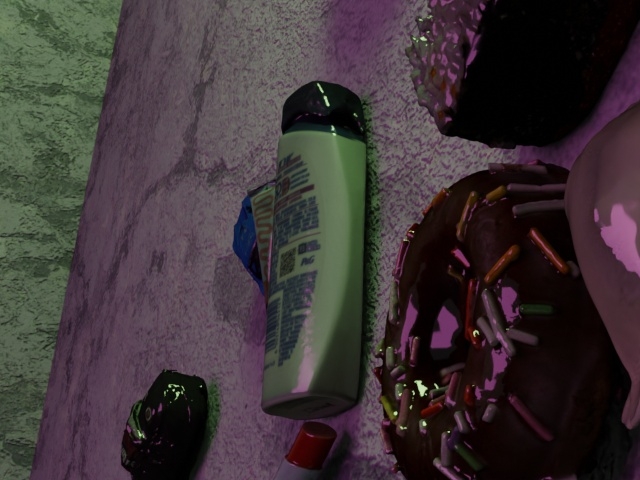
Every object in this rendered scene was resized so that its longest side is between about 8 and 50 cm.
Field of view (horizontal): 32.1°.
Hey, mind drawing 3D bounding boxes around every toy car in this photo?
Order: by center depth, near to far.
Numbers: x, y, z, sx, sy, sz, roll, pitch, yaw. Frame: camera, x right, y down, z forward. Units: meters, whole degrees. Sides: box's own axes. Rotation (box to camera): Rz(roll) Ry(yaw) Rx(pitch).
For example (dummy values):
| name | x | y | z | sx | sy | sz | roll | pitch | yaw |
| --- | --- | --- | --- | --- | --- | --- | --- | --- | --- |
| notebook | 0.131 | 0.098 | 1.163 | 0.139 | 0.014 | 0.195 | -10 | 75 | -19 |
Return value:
| name | x | y | z | sx | sy | sz | roll | pitch | yaw |
| --- | --- | --- | --- | --- | --- | --- | --- | --- | --- |
| toy car | -0.061 | 0.008 | 1.338 | 0.216 | 0.063 | 0.103 | -127 | 52 | -63 |

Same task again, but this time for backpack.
| name | x | y | z | sx | sy | sz | roll | pitch | yaw |
| --- | --- | --- | --- | --- | --- | --- | --- | --- | --- |
| backpack | -0.217 | 0.258 | 1.539 | 0.120 | 0.106 | 0.165 | -106 | 31 | -59 |

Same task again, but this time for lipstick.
| name | x | y | z | sx | sy | sz | roll | pitch | yaw |
| --- | --- | --- | --- | --- | --- | --- | --- | --- | --- |
| lipstick | -0.047 | 0.288 | 1.152 | 0.068 | 0.061 | 0.274 | -105 | 33 | -53 |

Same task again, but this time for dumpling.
| name | x | y | z | sx | sy | sz | roll | pitch | yaw |
| --- | --- | --- | --- | --- | --- | --- | --- | --- | --- |
| dumpling | 0.201 | -0.008 | 0.634 | 0.166 | 0.126 | 0.215 | 83 | 174 | -68 |

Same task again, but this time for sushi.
| name | x | y | z | sx | sy | sz | roll | pitch | yaw |
| --- | --- | --- | --- | --- | --- | --- | --- | --- | --- |
| sushi | 0.151 | -0.177 | 0.818 | 0.136 | 0.126 | 0.225 | -106 | 33 | -50 |

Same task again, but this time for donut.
| name | x | y | z | sx | sy | sz | roll | pitch | yaw |
| --- | --- | --- | --- | --- | --- | --- | --- | --- | --- |
| donut | 0.118 | 0.068 | 0.786 | 0.270 | 0.103 | 0.269 | -170 | 90 | -73 |

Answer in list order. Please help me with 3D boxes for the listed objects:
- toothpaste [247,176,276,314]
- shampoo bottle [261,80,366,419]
| name | x | y | z | sx | sy | sz | roll | pitch | yaw |
| --- | --- | --- | --- | --- | --- | --- | --- | --- | --- |
| toothpaste | -0.048 | 0.028 | 1.242 | 0.056 | 0.036 | 0.205 | -22 | 66 | 33 |
| shampoo bottle | 0.000 | 0.000 | 1.170 | 0.134 | 0.078 | 0.359 | -29 | 51 | 51 |
